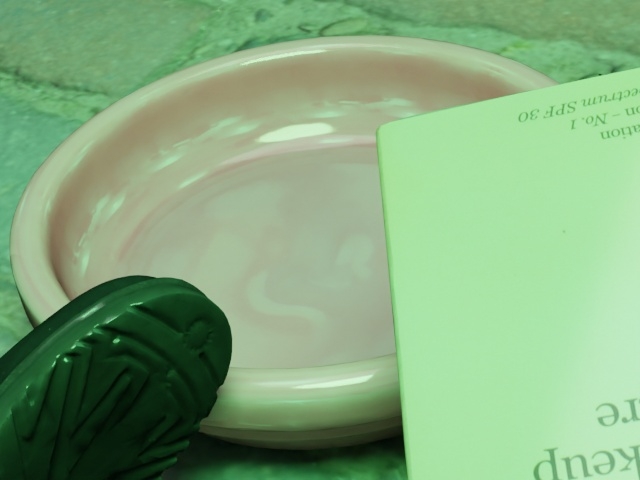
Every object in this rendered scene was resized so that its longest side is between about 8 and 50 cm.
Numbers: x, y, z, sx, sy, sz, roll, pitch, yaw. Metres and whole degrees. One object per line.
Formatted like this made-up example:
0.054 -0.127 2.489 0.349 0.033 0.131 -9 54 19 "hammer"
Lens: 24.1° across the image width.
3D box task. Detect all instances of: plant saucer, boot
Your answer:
0.000 0.000 0.831 0.332 0.084 0.332 -5 37 4 "plant saucer"
-0.179 0.074 0.700 0.246 0.094 0.207 -49 46 0 "boot"

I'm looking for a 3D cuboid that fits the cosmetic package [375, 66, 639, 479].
0.117 0.090 0.570 0.160 0.113 0.309 -12 53 11 "cosmetic package"
